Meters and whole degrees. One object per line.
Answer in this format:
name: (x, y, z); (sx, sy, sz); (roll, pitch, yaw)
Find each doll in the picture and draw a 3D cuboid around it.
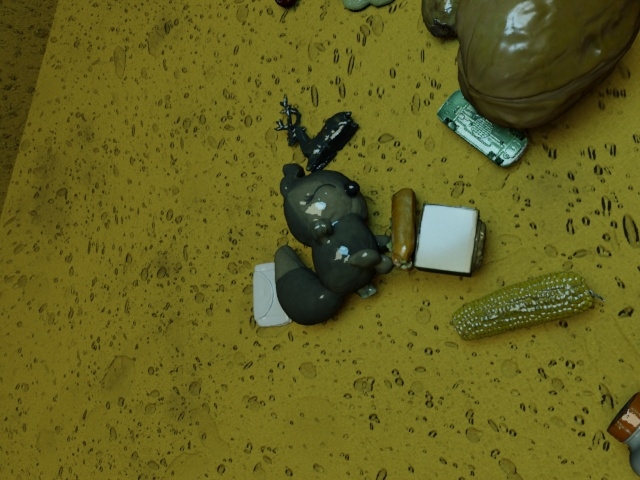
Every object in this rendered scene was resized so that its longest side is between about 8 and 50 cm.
doll: (-0.024, -0.004, 1.326); (0.379, 0.252, 0.382); (-38, 59, 19)

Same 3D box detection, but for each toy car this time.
toy car: (0.384, -0.262, 1.231); (0.224, 0.076, 0.090); (45, 103, 20)

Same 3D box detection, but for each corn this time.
corn: (0.435, 0.139, 1.122); (0.311, 0.101, 0.101); (-20, 72, 27)

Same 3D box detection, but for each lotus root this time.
lotus root: (0.329, -0.638, 1.297); (0.145, 0.129, 0.260); (7, 84, 40)

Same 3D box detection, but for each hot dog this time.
hot dog: (0.194, -0.030, 1.234); (0.068, 0.100, 0.249); (0, 42, 11)

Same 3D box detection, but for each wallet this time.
wallet: (-0.140, 0.153, 1.482); (0.124, 0.032, 0.182); (-9, 76, 25)

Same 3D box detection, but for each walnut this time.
walnut: (0.454, -0.422, 1.051); (0.398, 0.354, 0.308); (-43, 65, 0)

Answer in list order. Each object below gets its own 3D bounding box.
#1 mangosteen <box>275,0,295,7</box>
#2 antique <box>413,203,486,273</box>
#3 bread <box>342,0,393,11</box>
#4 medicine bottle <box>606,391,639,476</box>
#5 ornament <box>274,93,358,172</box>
mangosteen: (-0.107, -0.760, 1.598); (0.081, 0.081, 0.080); (-5, 79, 29)
antique: (0.299, 0.002, 1.186); (0.148, 0.147, 0.151); (8, 85, 19)
bread: (0.112, -0.774, 1.487); (0.207, 0.056, 0.286); (-25, 69, 22)
medicine bottle: (0.667, 0.400, 0.909); (0.289, 0.157, 0.157); (39, 101, 29)
ornament: (-0.029, -0.338, 1.475); (0.202, 0.080, 0.236); (-48, 62, 18)
